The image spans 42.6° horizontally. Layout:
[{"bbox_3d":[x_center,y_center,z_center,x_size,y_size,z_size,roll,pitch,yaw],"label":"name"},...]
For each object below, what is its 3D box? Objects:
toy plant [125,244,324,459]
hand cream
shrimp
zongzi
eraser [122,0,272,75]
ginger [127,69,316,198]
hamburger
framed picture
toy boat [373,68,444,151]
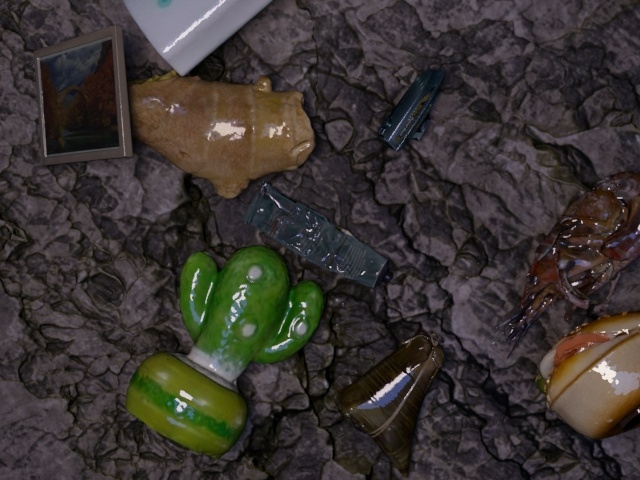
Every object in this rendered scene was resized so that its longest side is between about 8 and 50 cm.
[{"bbox_3d":[-0.148,0.152,1.248,0.224,0.184,0.316,33,81,-4],"label":"toy plant"},{"bbox_3d":[0.000,0.000,1.262,0.248,0.052,0.075,29,96,1],"label":"hand cream"},{"bbox_3d":[0.380,0.045,1.209,0.145,0.116,0.343,44,100,23],"label":"shrimp"},{"bbox_3d":[0.148,0.251,1.268,0.187,0.084,0.184,-38,106,2],"label":"zongzi"},{"bbox_3d":[-0.141,-0.393,1.189,0.290,0.104,0.189,-39,61,6],"label":"eraser"},{"bbox_3d":[-0.180,-0.177,1.227,0.354,0.126,0.190,20,106,5],"label":"ginger"},{"bbox_3d":[0.427,0.187,1.171,0.237,0.237,0.147,-29,57,6],"label":"hamburger"},{"bbox_3d":[-0.354,-0.206,1.208,0.250,0.016,0.184,3,98,45],"label":"framed picture"},{"bbox_3d":[0.142,-0.199,1.232,0.060,0.055,0.141,31,97,-22],"label":"toy boat"}]
